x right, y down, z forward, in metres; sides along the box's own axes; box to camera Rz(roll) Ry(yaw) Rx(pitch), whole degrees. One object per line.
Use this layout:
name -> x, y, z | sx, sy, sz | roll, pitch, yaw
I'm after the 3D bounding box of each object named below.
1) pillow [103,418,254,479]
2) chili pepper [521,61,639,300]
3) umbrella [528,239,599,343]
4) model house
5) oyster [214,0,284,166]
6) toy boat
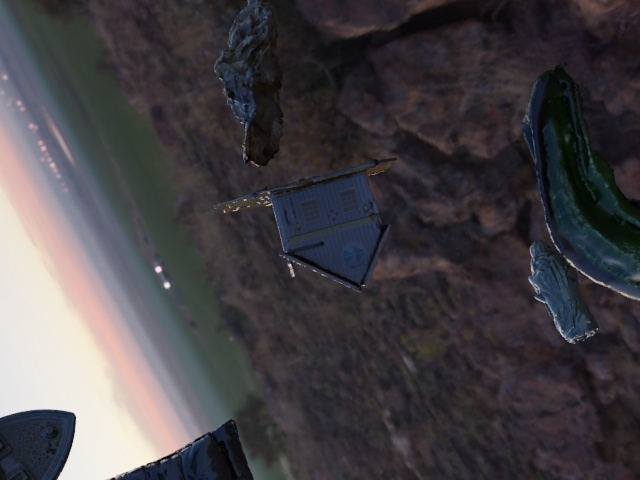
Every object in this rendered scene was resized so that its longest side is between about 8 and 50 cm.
pillow -> -0.171, 0.433, 1.288 | 0.101, 0.228, 0.326 | 15, -129, -61
chili pepper -> 0.252, -0.013, 0.693 | 0.279, 0.122, 0.065 | 26, -149, -6
umbrella -> 0.305, 0.063, 1.239 | 0.067, 0.062, 0.143 | 53, -165, -67
model house -> 0.000, 0.000, 1.099 | 0.219, 0.207, 0.135 | 137, 117, -86
oyster -> -0.066, -0.162, 0.963 | 0.105, 0.056, 0.177 | 8, -97, -69
toy boat -> -0.432, 0.310, 1.178 | 0.141, 0.319, 0.092 | 42, 152, 23
